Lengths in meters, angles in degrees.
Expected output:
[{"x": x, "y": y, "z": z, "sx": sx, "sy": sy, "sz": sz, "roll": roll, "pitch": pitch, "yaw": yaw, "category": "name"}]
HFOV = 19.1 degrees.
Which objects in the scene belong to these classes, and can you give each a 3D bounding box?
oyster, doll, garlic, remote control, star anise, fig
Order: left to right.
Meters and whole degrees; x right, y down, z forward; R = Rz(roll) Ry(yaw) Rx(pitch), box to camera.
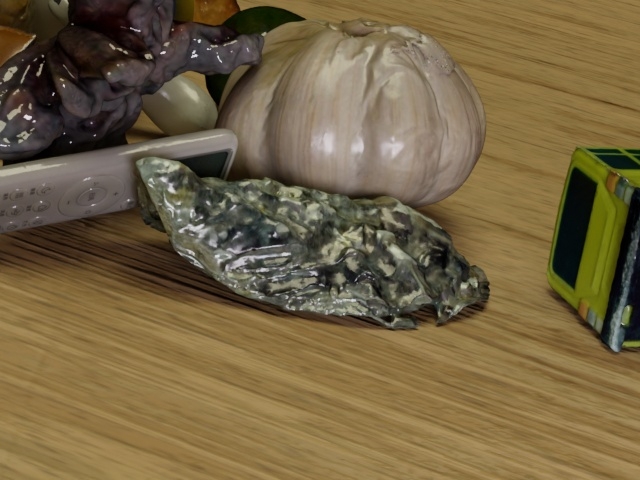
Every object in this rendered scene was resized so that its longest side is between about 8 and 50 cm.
[{"x": -0.235, "y": -0.222, "z": 1.663, "sx": 0.311, "sy": 0.159, "sz": 0.242, "roll": 44, "pitch": 28, "yaw": -28, "category": "doll"}, {"x": -0.179, "y": -0.032, "z": 1.318, "sx": 0.261, "sy": 0.067, "sz": 0.029, "roll": -12, "pitch": 62, "yaw": -25, "category": "remote control"}, {"x": -0.151, "y": -0.129, "z": 1.362, "sx": 0.129, "sy": 0.283, "sz": 0.212, "roll": 37, "pitch": 0, "yaw": 18, "category": "star anise"}, {"x": -0.050, "y": -0.141, "z": 1.685, "sx": 0.117, "sy": 0.117, "sz": 0.177, "roll": 11, "pitch": 28, "yaw": 2, "category": "fig"}, {"x": -0.001, "y": 0.003, "z": 1.368, "sx": 0.252, "sy": 0.087, "sz": 0.199, "roll": 26, "pitch": 22, "yaw": 7, "category": "oyster"}, {"x": 0.024, "y": -0.099, "z": 1.489, "sx": 0.228, "sy": 0.152, "sz": 0.228, "roll": -3, "pitch": 7, "yaw": 0, "category": "garlic"}]

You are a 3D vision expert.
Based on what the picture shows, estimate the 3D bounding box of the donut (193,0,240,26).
[{"x": -0.224, "y": -0.271, "z": 1.893, "sx": 0.295, "sy": 0.151, "sz": 0.112, "roll": 4, "pitch": 11, "yaw": -16, "category": "donut"}]

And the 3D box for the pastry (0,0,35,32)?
[{"x": -0.327, "y": -0.176, "z": 1.513, "sx": 0.192, "sy": 0.182, "sz": 0.093, "roll": 7, "pitch": 18, "yaw": -2, "category": "pastry"}]

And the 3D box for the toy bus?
[{"x": 0.314, "y": 0.003, "z": 1.417, "sx": 0.262, "sy": 0.128, "sz": 0.150, "roll": 1, "pitch": 22, "yaw": -22, "category": "toy bus"}]

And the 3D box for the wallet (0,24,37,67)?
[{"x": -0.313, "y": -0.091, "z": 1.384, "sx": 0.161, "sy": 0.042, "sz": 0.195, "roll": 15, "pitch": 56, "yaw": 21, "category": "wallet"}]
